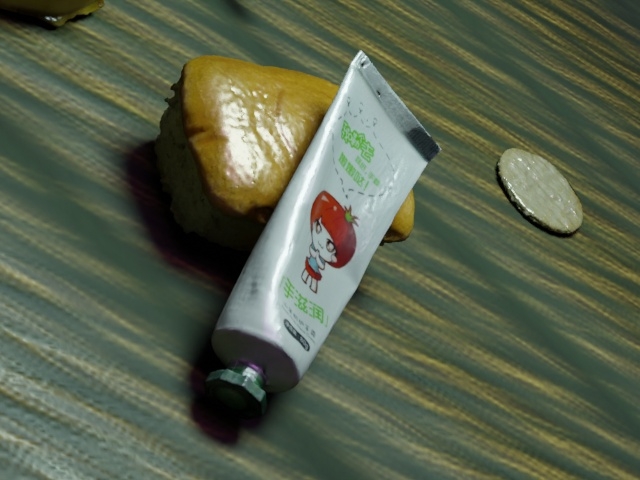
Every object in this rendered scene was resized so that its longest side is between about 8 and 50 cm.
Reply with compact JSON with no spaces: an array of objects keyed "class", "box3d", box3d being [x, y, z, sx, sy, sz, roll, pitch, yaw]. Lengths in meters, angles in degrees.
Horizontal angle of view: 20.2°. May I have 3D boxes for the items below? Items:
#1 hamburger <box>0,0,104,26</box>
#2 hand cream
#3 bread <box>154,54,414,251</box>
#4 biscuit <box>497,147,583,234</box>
[{"class":"hamburger","box3d":[-0.248,-0.357,1.590,0.276,0.237,0.276,25,38,-21]},{"class":"hand cream","box3d":[0.000,0.000,1.482,0.121,0.076,0.336,50,52,-29]},{"class":"bread","box3d":[-0.034,-0.066,1.582,0.245,0.121,0.174,13,44,-41]},{"class":"biscuit","box3d":[0.239,-0.054,1.952,0.120,0.015,0.120,27,36,-22]}]
